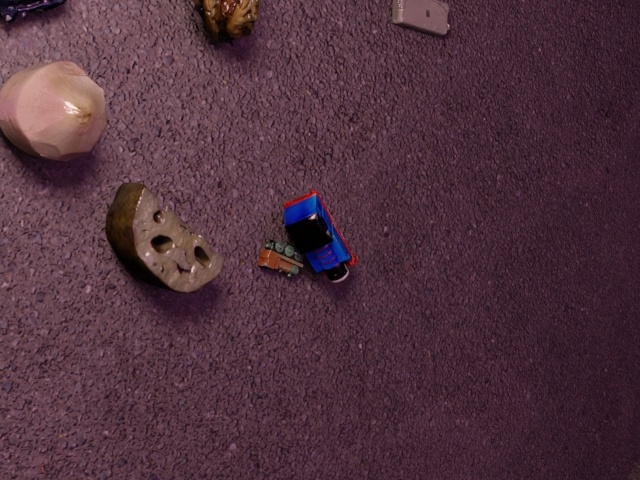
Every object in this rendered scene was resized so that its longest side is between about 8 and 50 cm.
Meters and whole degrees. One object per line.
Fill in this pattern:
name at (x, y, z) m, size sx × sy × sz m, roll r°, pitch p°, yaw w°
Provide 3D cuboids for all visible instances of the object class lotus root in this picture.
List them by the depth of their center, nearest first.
lotus root at (-0.296, 0.005, 1.707) m, size 0.235 × 0.119 × 0.138 m, roll 51°, pitch 58°, yaw -33°

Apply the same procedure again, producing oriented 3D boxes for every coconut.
coconut at (-0.430, -0.215, 1.529) m, size 0.171 × 0.183 × 0.171 m, roll -5°, pitch 97°, yaw -46°

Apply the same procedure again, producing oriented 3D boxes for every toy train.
toy train at (-0.080, 0.038, 1.961) m, size 0.103 × 0.044 × 0.064 m, roll 24°, pitch 78°, yaw -38°
toy train at (0.000, 0.000, 1.975) m, size 0.204 × 0.083 × 0.131 m, roll 59°, pitch 14°, yaw -29°

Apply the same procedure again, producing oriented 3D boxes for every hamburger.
hamburger at (-0.181, -0.475, 1.763) m, size 0.130 × 0.206 × 0.183 m, roll 7°, pitch 88°, yaw -11°

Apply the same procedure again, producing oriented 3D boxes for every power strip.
power strip at (0.243, -0.548, 2.249) m, size 0.192 × 0.035 × 0.081 m, roll 3°, pitch 89°, yaw -43°

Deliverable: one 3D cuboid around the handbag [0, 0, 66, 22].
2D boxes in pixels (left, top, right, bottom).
handbag at (-0.501, -0.489, 1.507) m, size 0.162 × 0.113 × 0.260 m, roll -23°, pitch 114°, yaw -33°
